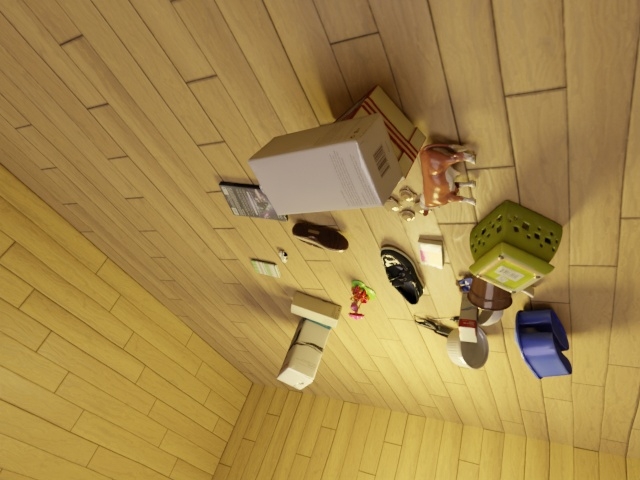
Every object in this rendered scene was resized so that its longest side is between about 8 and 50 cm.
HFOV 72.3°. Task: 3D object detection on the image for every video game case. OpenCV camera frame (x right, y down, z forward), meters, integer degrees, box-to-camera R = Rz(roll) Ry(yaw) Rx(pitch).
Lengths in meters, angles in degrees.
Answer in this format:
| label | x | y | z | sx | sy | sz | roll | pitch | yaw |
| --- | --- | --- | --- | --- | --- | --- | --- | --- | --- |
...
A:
| label | x | y | z | sx | sy | sz | roll | pitch | yaw |
| --- | --- | --- | --- | --- | --- | --- | --- | --- | --- |
| video game case | -0.289 | -0.168 | 1.910 | 0.274 | 0.026 | 0.196 | 7 | 143 | 20 |

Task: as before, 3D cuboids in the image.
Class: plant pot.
| label | x | y | z | sx | sy | sz | roll | pitch | yaw |
| --- | --- | --- | --- | --- | --- | --- | --- | --- | --- |
| plant pot | 0.652 | 0.038 | 1.495 | 0.228 | 0.207 | 0.227 | 26 | 146 | -3 |
| plant pot | 0.655 | 0.156 | 1.678 | 0.167 | 0.167 | 0.165 | 7 | 120 | 22 |

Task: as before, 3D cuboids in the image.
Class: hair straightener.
| label | x | y | z | sx | sy | sz | roll | pitch | yaw |
| --- | --- | --- | --- | --- | --- | --- | --- | --- | --- |
| hair straightener | 0.580 | 0.429 | 2.227 | 0.231 | 0.047 | 0.089 | 26 | 146 | 3 |

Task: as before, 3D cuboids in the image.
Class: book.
| label | x | y | z | sx | sy | sz | roll | pitch | yaw |
| --- | --- | --- | --- | --- | --- | --- | --- | --- | --- |
| book | 0.450 | 0.053 | 1.786 | 0.096 | 0.035 | 0.144 | 9 | 143 | 25 |

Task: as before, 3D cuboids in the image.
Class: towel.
| label | x | y | z | sx | sy | sz | roll | pitch | yaw |
| --- | --- | --- | --- | --- | --- | --- | --- | --- | --- |
| towel | -0.291 | 0.147 | 2.352 | 0.152 | 0.023 | 0.113 | 12 | 143 | 19 |

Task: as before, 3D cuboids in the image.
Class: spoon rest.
| label | x | y | z | sx | sy | sz | roll | pitch | yaw |
| --- | --- | --- | --- | --- | --- | --- | --- | --- | --- |
| spoon rest | 0.757 | 0.263 | 1.835 | 0.084 | 0.137 | 0.276 | 39 | 130 | -1 |

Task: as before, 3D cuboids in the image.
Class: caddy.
| label | x | y | z | sx | sy | sz | roll | pitch | yaw |
| --- | --- | --- | --- | --- | --- | --- | --- | --- | --- |
| caddy | 0.927 | 0.438 | 1.861 | 0.179 | 0.241 | 0.341 | -17 | 129 | 35 |

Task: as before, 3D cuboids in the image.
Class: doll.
| label | x | y | z | sx | sy | sz | roll | pitch | yaw |
| --- | --- | --- | --- | --- | --- | --- | --- | --- | --- |
| doll | 0.667 | 0.179 | 1.821 | 0.189 | 0.046 | 0.129 | -16 | 122 | 35 |

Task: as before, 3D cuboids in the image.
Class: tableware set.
| label | x | y | z | sx | sy | sz | roll | pitch | yaw |
| --- | --- | --- | --- | --- | --- | --- | --- | --- | --- |
| tableware set | 0.319 | -0.127 | 1.623 | 0.141 | 0.020 | 0.169 | 37 | 145 | -17 |

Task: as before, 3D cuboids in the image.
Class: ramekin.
| label | x | y | z | sx | sy | sz | roll | pitch | yaw |
| --- | --- | --- | --- | --- | --- | --- | --- | --- | --- |
| ramekin | 0.708 | 0.518 | 2.131 | 0.207 | 0.207 | 0.109 | 37 | 152 | -20 |

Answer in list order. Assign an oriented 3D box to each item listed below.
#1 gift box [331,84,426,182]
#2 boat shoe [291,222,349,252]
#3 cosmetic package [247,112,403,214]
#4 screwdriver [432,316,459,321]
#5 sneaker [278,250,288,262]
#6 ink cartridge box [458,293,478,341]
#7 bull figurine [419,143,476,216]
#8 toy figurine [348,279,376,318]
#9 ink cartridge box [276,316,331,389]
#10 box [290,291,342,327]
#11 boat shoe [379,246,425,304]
| label | x | y | z | sx | sy | sz | roll | pitch | yaw |
| --- | --- | --- | --- | --- | --- | --- | --- | --- | --- |
| gift box | 0.142 | -0.267 | 1.342 | 0.258 | 0.255 | 0.276 | 43 | 145 | -14 |
| boat shoe | 0.003 | -0.007 | 1.920 | 0.258 | 0.095 | 0.095 | 22 | 160 | 11 |
| cosmetic package | 0.007 | -0.195 | 1.188 | 0.366 | 0.155 | 0.196 | 1 | 130 | 38 |
| screwdriver | 0.624 | 0.391 | 2.158 | 0.170 | 0.025 | 0.024 | -12 | 133 | 39 |
| sneaker | -0.177 | 0.083 | 2.183 | 0.037 | 0.031 | 0.083 | 0 | 141 | 30 |
| ink cartridge box | 0.656 | 0.339 | 1.934 | 0.072 | 0.175 | 0.127 | 1 | 141 | 25 |
| bull figurine | 0.405 | -0.188 | 1.420 | 0.189 | 0.101 | 0.310 | 0 | 145 | 20 |
| toy figurine | 0.186 | 0.310 | 2.174 | 0.130 | 0.159 | 0.173 | -1 | 139 | 31 |
| ink cartridge box | -0.086 | 0.630 | 2.559 | 0.166 | 0.394 | 0.285 | 25 | 146 | -4 |
| box | -0.024 | 0.389 | 2.461 | 0.275 | 0.094 | 0.113 | 19 | 146 | 5 |
| boat shoe | 0.353 | 0.166 | 1.922 | 0.127 | 0.113 | 0.340 | -4 | 138 | 34 |
